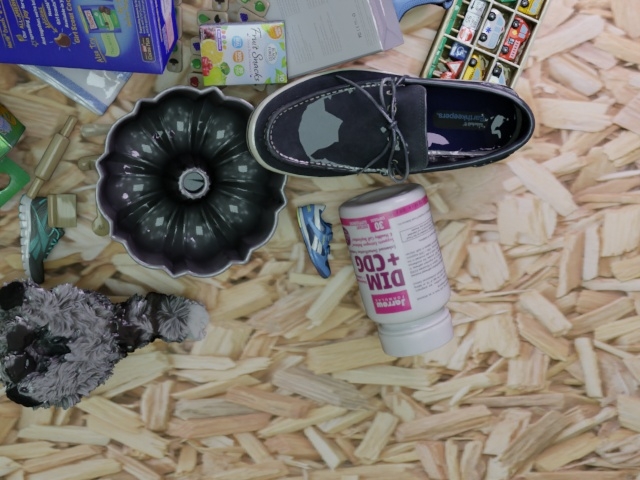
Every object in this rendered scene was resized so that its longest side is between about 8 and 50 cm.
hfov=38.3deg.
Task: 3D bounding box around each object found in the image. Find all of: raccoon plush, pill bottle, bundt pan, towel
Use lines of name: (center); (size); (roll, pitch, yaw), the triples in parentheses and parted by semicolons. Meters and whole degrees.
raccoon plush: (-0.464, 0.184, 1.664); (0.446, 0.299, 0.216); (10, 84, -38)
pill bottle: (0.142, 0.053, 1.653); (0.160, 0.160, 0.283); (-16, 101, -1)
bundt pan: (-0.226, -0.103, 1.603); (0.330, 0.124, 0.331); (-2, 98, -14)
towel: (-0.394, -0.384, 1.601); (0.209, 0.034, 0.285); (34, 96, -10)

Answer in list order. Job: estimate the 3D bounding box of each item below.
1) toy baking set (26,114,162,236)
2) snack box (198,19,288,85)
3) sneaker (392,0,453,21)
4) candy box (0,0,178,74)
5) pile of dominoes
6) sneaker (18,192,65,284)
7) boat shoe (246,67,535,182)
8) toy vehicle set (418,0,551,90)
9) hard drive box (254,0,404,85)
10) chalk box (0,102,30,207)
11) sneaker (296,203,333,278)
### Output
toy baking set: (-0.393, -0.126, 1.635); (0.196, 0.030, 0.256); (24, 91, -18)
snack box: (-0.127, -0.312, 1.535); (0.141, 0.037, 0.100); (-2, 112, 2)
sneaker: (0.198, -0.483, 1.592); (0.330, 0.130, 0.147); (-40, 108, 12)
candy box: (-0.400, -0.410, 1.438); (0.317, 0.122, 0.268); (5, 135, 5)
pile of dominoes: (-0.181, -0.378, 1.556); (0.195, 0.040, 0.251); (10, 114, 18)
sneaker: (-0.496, -0.001, 1.650); (0.076, 0.065, 0.167); (-1, 102, -8)
boat shoe: (0.126, -0.195, 1.545); (0.499, 0.156, 0.187); (-3, 101, -11)
toy vehicle set: (0.301, -0.379, 1.650); (0.165, 0.035, 0.267); (20, 98, -8)
hard drive box: (0.000, -0.380, 1.544); (0.232, 0.089, 0.181); (-9, 104, 33)
chalk box: (-0.621, -0.173, 1.538); (0.180, 0.179, 0.289); (-41, 109, 4)
sneaker: (0.000, 0.000, 1.689); (0.059, 0.053, 0.144); (-18, 102, -3)
